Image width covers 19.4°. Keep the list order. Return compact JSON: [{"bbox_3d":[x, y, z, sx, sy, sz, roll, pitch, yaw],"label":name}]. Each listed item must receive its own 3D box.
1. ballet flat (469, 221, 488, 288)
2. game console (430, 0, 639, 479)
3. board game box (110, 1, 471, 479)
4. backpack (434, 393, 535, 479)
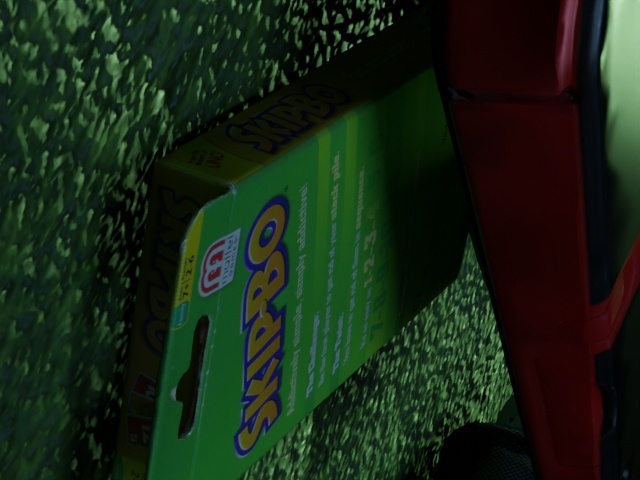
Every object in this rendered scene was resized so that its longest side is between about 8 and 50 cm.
[{"bbox_3d":[0.109,-0.026,0.862,0.248,0.086,0.086,-10,119,-62],"label":"ballet flat"},{"bbox_3d":[0.152,-0.115,0.762,0.386,0.060,0.342,-60,153,-32],"label":"game console"},{"bbox_3d":[0.000,0.000,0.661,0.259,0.039,0.124,-41,145,-58],"label":"board game box"},{"bbox_3d":[0.178,0.218,1.007,0.276,0.263,0.213,90,18,-44],"label":"backpack"}]
